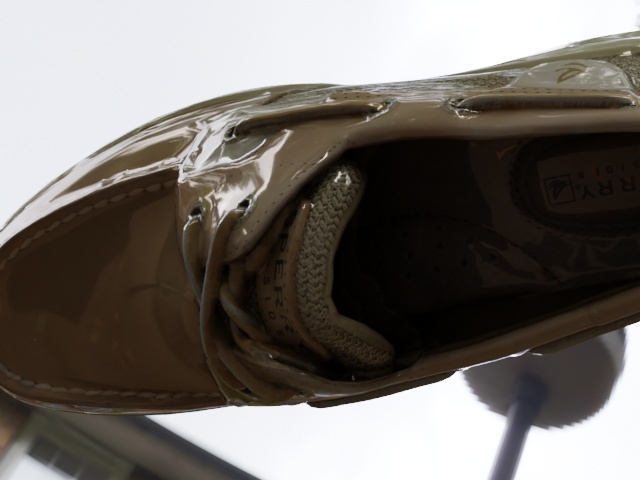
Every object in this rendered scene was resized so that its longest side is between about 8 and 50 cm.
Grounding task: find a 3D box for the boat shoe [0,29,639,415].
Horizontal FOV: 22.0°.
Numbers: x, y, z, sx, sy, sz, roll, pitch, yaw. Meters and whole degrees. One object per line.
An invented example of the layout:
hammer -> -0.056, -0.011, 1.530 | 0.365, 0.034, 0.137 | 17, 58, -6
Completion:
boat shoe -> 0.000, 0.000, 0.599 | 0.341, 0.110, 0.121 | -17, -82, 23
